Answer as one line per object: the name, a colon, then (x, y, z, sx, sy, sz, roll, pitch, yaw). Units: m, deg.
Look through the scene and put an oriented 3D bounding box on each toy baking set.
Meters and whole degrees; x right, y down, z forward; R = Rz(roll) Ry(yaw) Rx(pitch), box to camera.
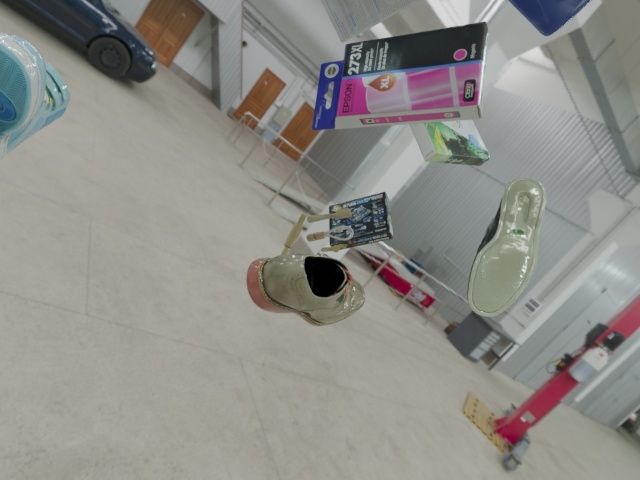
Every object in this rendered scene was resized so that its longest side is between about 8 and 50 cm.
toy baking set: (-0.007, -0.001, 1.312, 0.196, 0.256, 0.030, 19, -14, 12)

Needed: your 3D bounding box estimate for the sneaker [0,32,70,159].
sneaker: (-0.473, -0.250, 0.653, 0.127, 0.319, 0.208, 49, 44, -28)

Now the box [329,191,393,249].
box: (0.138, -0.067, 1.470, 0.051, 0.220, 0.175, 52, 30, -51)

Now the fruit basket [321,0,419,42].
fruit basket: (0.138, -0.731, 1.042, 0.327, 0.353, 0.165, 51, 35, -37)

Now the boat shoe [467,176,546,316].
boat shoe: (0.297, 0.017, 0.664, 0.084, 0.233, 0.079, 21, -13, 17)

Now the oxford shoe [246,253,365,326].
oxford shoe: (0.017, 0.099, 0.813, 0.348, 0.130, 0.123, 16, 62, -55)

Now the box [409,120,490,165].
box: (0.422, -0.367, 1.392, 0.322, 0.058, 0.232, -7, 70, -38)

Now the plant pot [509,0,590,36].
plant pot: (0.254, -0.416, 0.432, 0.236, 0.212, 0.236, 26, 56, -27)

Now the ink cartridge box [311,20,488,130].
ink cartridge box: (0.146, -0.331, 0.866, 0.371, 0.176, 0.069, 3, -11, 28)
